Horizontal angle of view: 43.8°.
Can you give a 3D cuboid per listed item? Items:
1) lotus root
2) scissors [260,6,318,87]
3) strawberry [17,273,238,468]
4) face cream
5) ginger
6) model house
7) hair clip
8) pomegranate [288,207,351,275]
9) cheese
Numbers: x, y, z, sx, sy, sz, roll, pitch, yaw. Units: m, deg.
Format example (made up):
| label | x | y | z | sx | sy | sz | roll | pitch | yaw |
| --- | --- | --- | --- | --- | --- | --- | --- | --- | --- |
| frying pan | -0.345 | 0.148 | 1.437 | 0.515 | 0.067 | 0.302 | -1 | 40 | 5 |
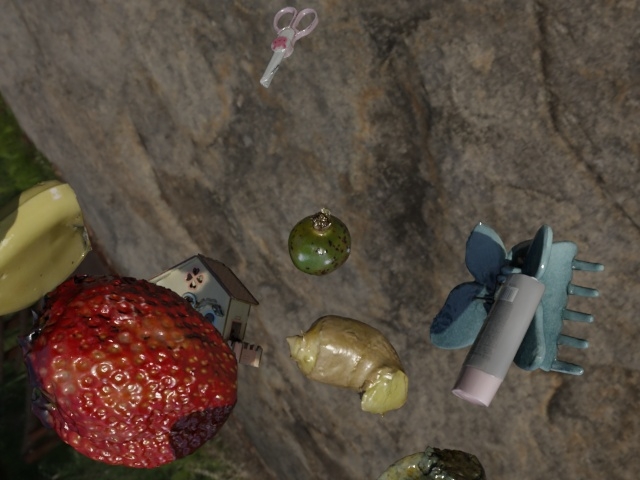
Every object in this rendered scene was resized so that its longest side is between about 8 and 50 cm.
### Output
| label | x | y | z | sx | sy | sz | roll | pitch | yaw |
| --- | --- | --- | --- | --- | --- | --- | --- | --- | --- |
| lotus root | 0.227 | 0.546 | 1.580 | 0.260 | 0.267 | 0.149 | -47 | 41 | 18 |
| scissors | -0.094 | -0.478 | 1.960 | 0.118 | 0.242 | 0.030 | 13 | 158 | 26 |
| strawberry | -0.252 | 0.175 | 1.101 | 0.288 | 0.238 | 0.250 | 5 | 143 | 7 |
| face cream | 0.349 | 0.194 | 1.566 | 0.073 | 0.269 | 0.107 | 33 | 167 | -13 |
| ginger | 0.061 | 0.232 | 1.557 | 0.267 | 0.152 | 0.138 | 27 | 118 | 1 |
| model house | -0.288 | 0.160 | 1.948 | 0.326 | 0.244 | 0.169 | 8 | 170 | 31 |
| hair clip | 0.476 | 0.135 | 1.813 | 0.392 | 0.238 | 0.318 | 0 | 76 | 64 |
| pomegranate | 0.001 | 0.006 | 1.502 | 0.130 | 0.130 | 0.130 | 38 | 144 | 34 |
| cheese | -0.598 | 0.036 | 1.547 | 0.128 | 0.316 | 0.259 | 36 | 154 | 22 |
